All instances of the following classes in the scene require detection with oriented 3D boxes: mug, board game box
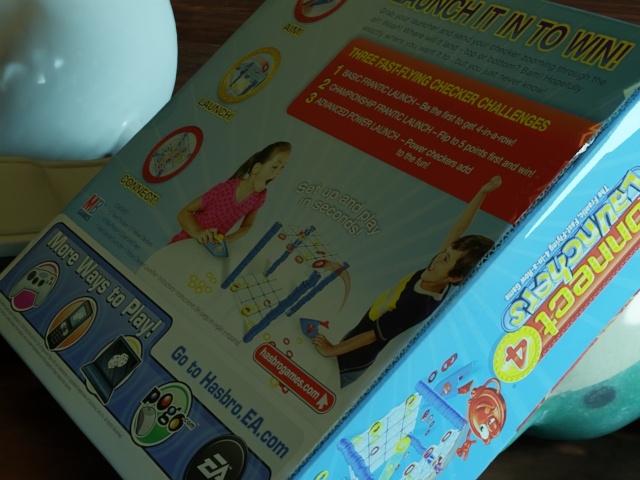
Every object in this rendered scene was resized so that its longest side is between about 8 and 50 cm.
[{"bbox_3d":[-0.265,-0.108,0.984,0.328,0.276,0.374,-12,55,-39],"label":"mug"},{"bbox_3d":[0.000,0.000,0.677,0.302,0.086,0.308,-47,36,-8],"label":"board game box"}]

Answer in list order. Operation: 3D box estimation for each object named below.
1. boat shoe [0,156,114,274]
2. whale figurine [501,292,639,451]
[{"bbox_3d":[-0.119,0.003,0.873,0.335,0.095,0.112,-1,45,-34],"label":"boat shoe"},{"bbox_3d":[0.082,0.053,0.746,0.272,0.141,0.216,-20,36,11],"label":"whale figurine"}]
